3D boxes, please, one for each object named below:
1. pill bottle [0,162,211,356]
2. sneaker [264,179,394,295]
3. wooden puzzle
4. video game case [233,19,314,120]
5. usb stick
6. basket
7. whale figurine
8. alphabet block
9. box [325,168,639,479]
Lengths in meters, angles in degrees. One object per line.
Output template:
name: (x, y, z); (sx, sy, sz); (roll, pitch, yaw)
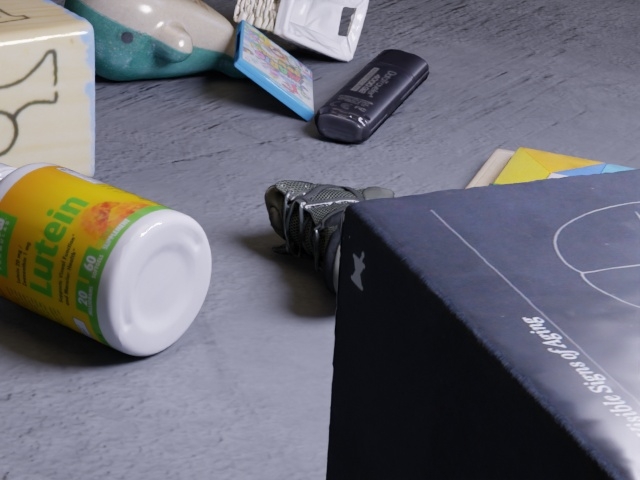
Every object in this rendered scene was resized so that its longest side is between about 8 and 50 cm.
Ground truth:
pill bottle: (-0.233, 0.006, 1.552); (0.245, 0.136, 0.136); (20, 29, 34)
sneaker: (0.000, 0.000, 1.661); (0.130, 0.087, 0.227); (4, 21, 6)
wooden puzzle: (0.268, -0.048, 1.844); (0.220, 0.044, 0.238); (12, 26, 20)
video game case: (-0.059, -0.220, 2.142); (0.119, 0.015, 0.166); (36, 19, -16)
usb stick: (0.068, -0.185, 2.125); (0.077, 0.045, 0.278); (17, 27, 13)
basket: (-0.026, -0.319, 2.267); (0.103, 0.113, 0.167); (17, 2, 35)
whale figurine: (-0.210, -0.262, 2.198); (0.272, 0.141, 0.216); (20, 17, -25)
alphabet block: (-0.379, -0.163, 1.852); (0.197, 0.192, 0.193); (-13, 27, -34)
box: (0.306, 0.166, 1.068); (0.471, 0.297, 0.480); (-5, 26, -21)
